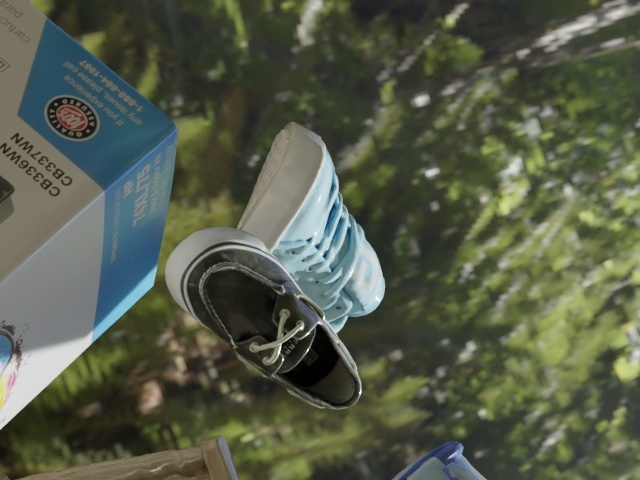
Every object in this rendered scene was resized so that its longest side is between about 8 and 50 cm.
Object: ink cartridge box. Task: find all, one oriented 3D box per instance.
[{"bbox_3d":[-0.247,0.008,0.981,0.198,0.270,0.197,39,-28,11],"label":"ink cartridge box"}]

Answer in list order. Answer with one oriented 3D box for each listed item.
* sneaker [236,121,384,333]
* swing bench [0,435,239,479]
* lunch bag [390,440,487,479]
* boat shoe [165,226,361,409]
[{"bbox_3d":[0.000,0.000,1.662,0.150,0.135,0.366,21,-17,1],"label":"sneaker"},{"bbox_3d":[-0.220,0.276,1.392,0.253,0.254,0.165,-14,-89,31],"label":"swing bench"},{"bbox_3d":[0.029,0.329,1.643,0.115,0.303,0.243,50,-38,9],"label":"lunch bag"},{"bbox_3d":[-0.034,0.063,1.345,0.078,0.219,0.070,-47,-133,2],"label":"boat shoe"}]
